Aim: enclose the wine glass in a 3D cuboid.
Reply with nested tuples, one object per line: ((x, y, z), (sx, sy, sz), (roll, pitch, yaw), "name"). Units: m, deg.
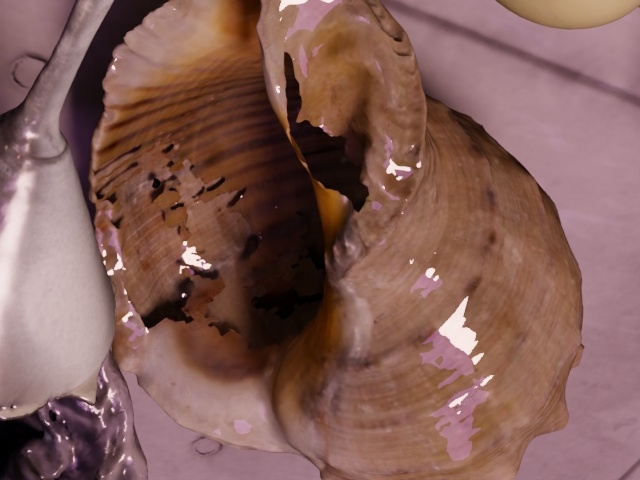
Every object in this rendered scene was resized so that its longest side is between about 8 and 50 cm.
((-0.106, -0.054, 0.407), (0.156, 0.156, 0.232), (17, 130, -27), "wine glass")

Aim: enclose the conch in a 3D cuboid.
((0.002, -0.003, 0.564), (0.263, 0.186, 0.324), (-8, 113, 12), "conch")

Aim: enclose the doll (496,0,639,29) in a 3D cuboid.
((0.066, -0.178, 0.457), (0.296, 0.141, 0.117), (15, 110, -39), "doll")

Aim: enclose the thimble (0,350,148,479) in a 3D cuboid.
((-0.216, 0.108, 0.556), (0.157, 0.217, 0.245), (-8, 100, 42), "thimble")
